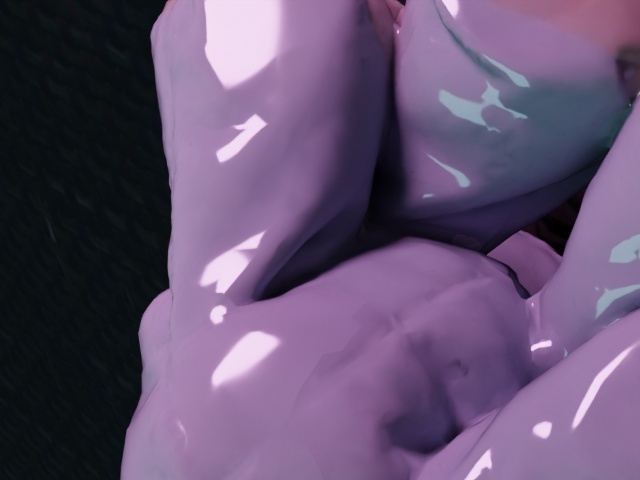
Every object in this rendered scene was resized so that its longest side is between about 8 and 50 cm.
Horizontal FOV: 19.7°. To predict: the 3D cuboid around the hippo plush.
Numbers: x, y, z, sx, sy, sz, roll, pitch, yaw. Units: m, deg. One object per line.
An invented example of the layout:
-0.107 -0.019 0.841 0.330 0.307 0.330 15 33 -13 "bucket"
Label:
0.052 0.069 0.589 0.234 0.294 0.236 10 158 16 "hippo plush"
